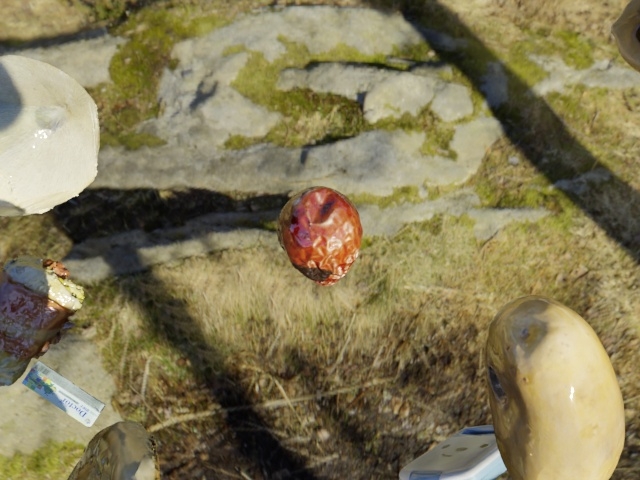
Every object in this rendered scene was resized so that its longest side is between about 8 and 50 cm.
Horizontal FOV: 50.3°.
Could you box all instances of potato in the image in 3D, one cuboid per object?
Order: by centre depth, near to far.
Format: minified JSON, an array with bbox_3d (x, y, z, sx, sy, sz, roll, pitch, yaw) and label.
[{"bbox_3d":[0.240,0.163,0.709,0.146,0.234,0.150,-24,25,-31],"label":"potato"}]

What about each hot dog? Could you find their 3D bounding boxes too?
[{"bbox_3d":[-0.467,0.119,1.044,0.213,0.146,0.103,-47,30,-10],"label":"hot dog"}]

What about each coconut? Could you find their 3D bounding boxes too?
[{"bbox_3d":[-0.474,-0.160,1.086,0.247,0.245,0.245,-5,51,45],"label":"coconut"}]

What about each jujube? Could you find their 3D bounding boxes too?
[{"bbox_3d":[0.000,0.000,1.342,0.168,0.236,0.168,-2,57,2],"label":"jujube"}]

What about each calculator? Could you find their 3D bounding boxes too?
[{"bbox_3d":[0.198,0.293,0.917,0.210,0.121,0.039,-13,88,-45],"label":"calculator"}]

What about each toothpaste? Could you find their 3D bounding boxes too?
[{"bbox_3d":[-0.512,0.305,1.360,0.164,0.034,0.046,37,104,-7],"label":"toothpaste"}]

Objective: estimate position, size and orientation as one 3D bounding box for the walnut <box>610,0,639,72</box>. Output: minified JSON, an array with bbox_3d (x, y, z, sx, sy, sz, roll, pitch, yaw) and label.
[{"bbox_3d":[0.297,-0.136,0.410,0.211,0.087,0.167,-10,46,43],"label":"walnut"}]

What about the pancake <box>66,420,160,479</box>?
[{"bbox_3d":[-0.227,0.348,0.621,0.082,0.387,0.387,18,59,-22],"label":"pancake"}]
